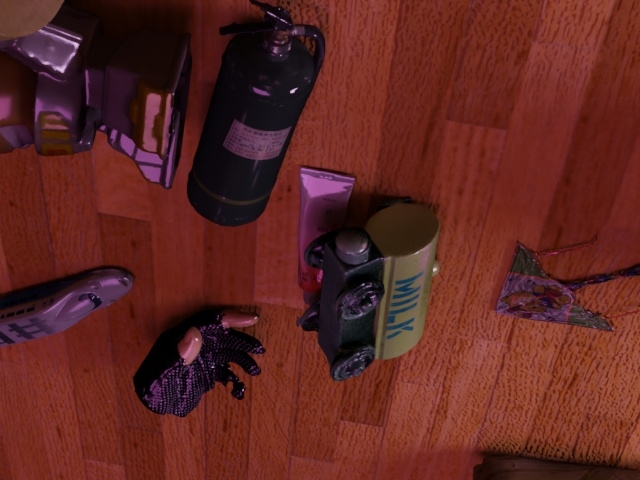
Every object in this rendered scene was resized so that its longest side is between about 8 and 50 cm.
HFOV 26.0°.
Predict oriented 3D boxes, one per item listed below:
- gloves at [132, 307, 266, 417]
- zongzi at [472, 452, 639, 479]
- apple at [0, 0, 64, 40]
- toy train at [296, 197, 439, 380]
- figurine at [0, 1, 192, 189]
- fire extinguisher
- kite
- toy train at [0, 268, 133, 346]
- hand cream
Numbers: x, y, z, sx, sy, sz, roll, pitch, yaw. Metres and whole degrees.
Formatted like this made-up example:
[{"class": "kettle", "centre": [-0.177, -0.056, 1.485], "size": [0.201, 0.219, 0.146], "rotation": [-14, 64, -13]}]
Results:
[{"class": "gloves", "centre": [-0.145, 0.139, 1.741], "size": [0.181, 0.106, 0.129], "rotation": [-42, 124, 14]}, {"class": "zongzi", "centre": [0.352, 0.328, 1.826], "size": [0.228, 0.115, 0.256], "rotation": [32, 132, -18]}, {"class": "apple", "centre": [-0.261, -0.296, 1.046], "size": [0.292, 0.254, 0.292], "rotation": [8, 129, 10]}, {"class": "toy train", "centre": [0.064, 0.055, 1.547], "size": [0.157, 0.105, 0.253], "rotation": [-24, 148, -17]}, {"class": "figurine", "centre": [-0.271, -0.146, 1.326], "size": [0.285, 0.167, 0.342], "rotation": [11, 147, -4]}, {"class": "fire extinguisher", "centre": [-0.062, -0.135, 1.353], "size": [0.118, 0.093, 0.294], "rotation": [-5, 147, -21]}, {"class": "kite", "centre": [0.294, 0.047, 1.557], "size": [0.244, 0.006, 0.198], "rotation": [-20, 132, 35]}, {"class": "toy train", "centre": [-0.332, 0.084, 1.738], "size": [0.234, 0.051, 0.052], "rotation": [-14, 140, 30]}, {"class": "hand cream", "centre": [0.001, -0.001, 1.558], "size": [0.052, 0.038, 0.216], "rotation": [-12, 141, -15]}]
